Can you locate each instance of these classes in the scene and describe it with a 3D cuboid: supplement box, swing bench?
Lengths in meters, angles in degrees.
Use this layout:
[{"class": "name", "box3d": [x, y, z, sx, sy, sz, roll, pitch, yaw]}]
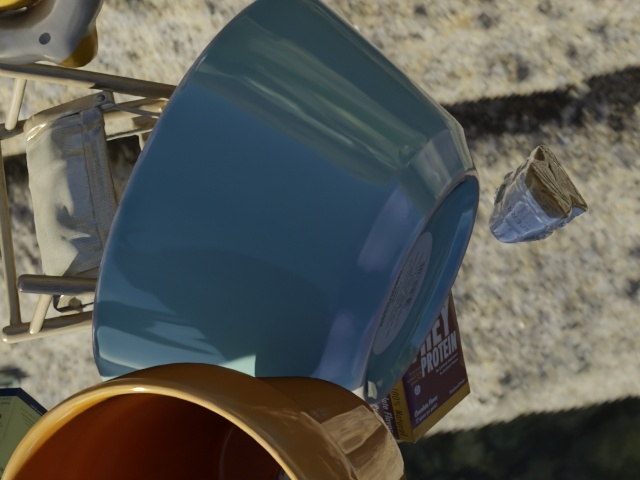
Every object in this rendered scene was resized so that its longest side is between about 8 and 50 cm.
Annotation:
[{"class": "supplement box", "box3d": [-0.236, 0.166, 1.048, 0.056, 0.083, 0.083, -6, 144, 27]}, {"class": "supplement box", "box3d": [0.049, 0.115, 1.649, 0.129, 0.194, 0.191, -33, 118, -46]}, {"class": "swing bench", "box3d": [-0.208, -0.045, 1.452, 0.254, 0.253, 0.165, -3, 158, -20]}]

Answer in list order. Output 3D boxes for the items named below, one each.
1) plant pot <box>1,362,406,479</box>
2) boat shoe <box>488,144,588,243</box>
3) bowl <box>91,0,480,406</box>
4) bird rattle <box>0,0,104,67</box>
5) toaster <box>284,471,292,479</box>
[{"class": "plant pot", "box3d": [-0.043, 0.158, 0.776, 0.205, 0.205, 0.188, -59, 163, 19]}, {"class": "boat shoe", "box3d": [0.249, -0.047, 1.670, 0.096, 0.277, 0.098, -37, 83, 18]}, {"class": "bowl", "box3d": [0.000, 0.000, 0.956, 0.163, 0.311, 0.311, 24, 117, 16]}, {"class": "bird rattle", "box3d": [-0.229, -0.204, 0.890, 0.207, 0.143, 0.253, 12, 118, 11]}, {"class": "toaster", "box3d": [-0.003, 0.309, 1.528, 0.185, 0.110, 0.168, 1, 152, 6]}]
